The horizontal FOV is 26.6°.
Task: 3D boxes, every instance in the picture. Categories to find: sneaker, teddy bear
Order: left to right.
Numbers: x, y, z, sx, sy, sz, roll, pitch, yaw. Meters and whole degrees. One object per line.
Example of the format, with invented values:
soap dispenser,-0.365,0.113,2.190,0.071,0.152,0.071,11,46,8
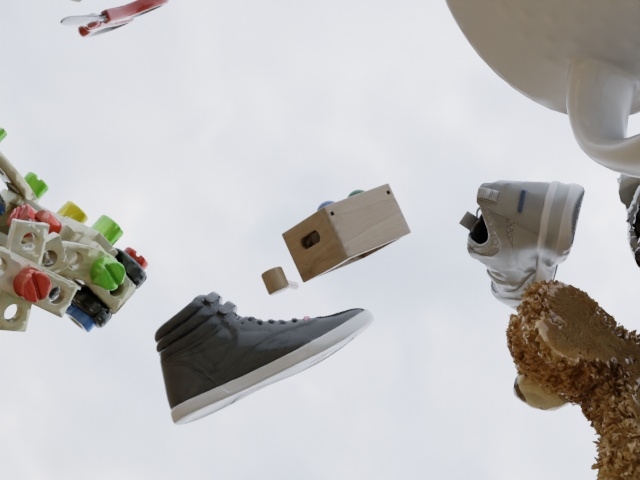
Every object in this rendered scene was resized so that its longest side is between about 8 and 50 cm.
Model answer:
sneaker,-0.083,0.115,1.771,0.104,0.295,0.147,96,-30,-74
sneaker,0.205,-0.008,1.451,0.115,0.105,0.281,17,-21,6
teddy bear,0.317,0.173,1.330,0.338,0.245,0.113,22,-49,-20

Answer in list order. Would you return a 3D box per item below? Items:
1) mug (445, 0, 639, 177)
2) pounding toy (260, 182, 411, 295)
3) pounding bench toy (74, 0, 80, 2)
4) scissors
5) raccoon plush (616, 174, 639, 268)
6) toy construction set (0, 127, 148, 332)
mug,0.261,-0.218,0.928,0.276,0.374,0.328,23,-21,-20
pounding toy,-0.009,0.004,1.976,0.181,0.206,0.094,-31,-98,54
pounding bench toy,-0.311,-0.359,1.733,0.083,0.052,0.065,-34,-108,27
scissors,-0.259,-0.241,1.520,0.109,0.297,0.021,-18,-80,21
raccoon plush,0.513,-0.040,1.327,0.299,0.446,0.216,152,-67,-68
toy construction set,-0.295,-0.012,1.337,0.215,0.151,0.327,54,-7,-38
